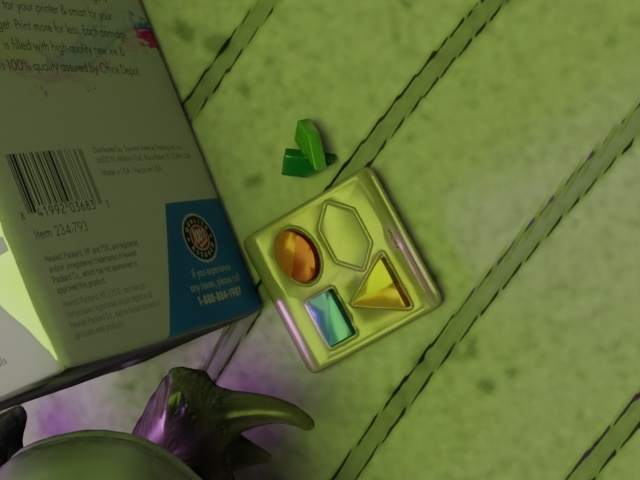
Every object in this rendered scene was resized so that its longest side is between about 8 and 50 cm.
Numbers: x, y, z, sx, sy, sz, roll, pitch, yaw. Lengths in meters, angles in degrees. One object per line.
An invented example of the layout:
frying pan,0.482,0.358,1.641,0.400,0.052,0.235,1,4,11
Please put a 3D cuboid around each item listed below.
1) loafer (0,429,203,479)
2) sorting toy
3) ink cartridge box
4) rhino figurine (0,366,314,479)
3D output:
loafer,-0.041,0.217,0.449,0.112,0.111,0.319,-13,105,15
sorting toy,0.000,0.000,0.500,0.062,0.012,0.083,-31,83,23
ink cartridge box,-0.121,-0.060,0.480,0.078,0.134,0.231,-24,85,24
rhino figurine,-0.099,0.117,0.520,0.243,0.073,0.106,-31,100,22
